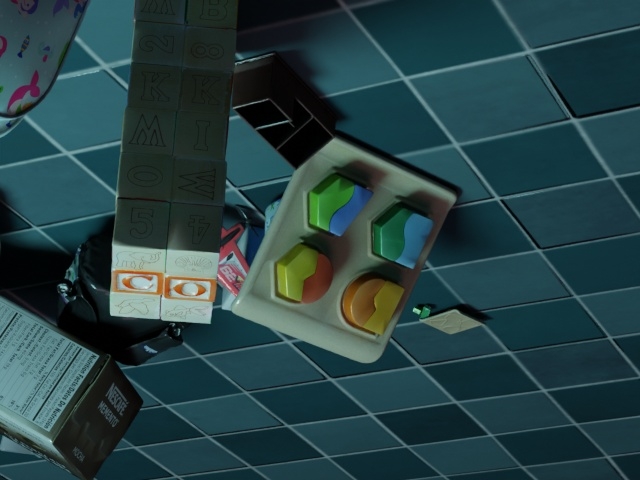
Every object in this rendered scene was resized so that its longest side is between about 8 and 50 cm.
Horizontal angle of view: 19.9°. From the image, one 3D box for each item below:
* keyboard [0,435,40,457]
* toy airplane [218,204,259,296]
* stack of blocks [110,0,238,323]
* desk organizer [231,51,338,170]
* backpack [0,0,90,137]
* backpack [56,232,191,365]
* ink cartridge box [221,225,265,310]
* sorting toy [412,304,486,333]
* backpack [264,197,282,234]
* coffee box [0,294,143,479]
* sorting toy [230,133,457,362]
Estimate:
[{"bbox_3d":[-0.398,0.251,2.526,0.072,0.014,0.256,14,151,-9],"label":"keyboard"},{"bbox_3d":[-0.131,0.024,1.944,0.151,0.151,0.028,11,-177,-15],"label":"toy airplane"},{"bbox_3d":[-0.122,-0.083,1.544,0.087,0.297,0.171,4,151,-4],"label":"stack of blocks"},{"bbox_3d":[-0.034,-0.121,1.730,0.047,0.050,0.130,-11,149,26],"label":"desk organizer"},{"bbox_3d":[-0.291,-0.193,1.410,0.191,0.225,0.253,19,172,24],"label":"backpack"},{"bbox_3d":[-0.224,0.065,2.038,0.152,0.115,0.182,25,150,-11],"label":"backpack"},{"bbox_3d":[-0.010,0.046,2.037,0.180,0.060,0.104,10,151,-14],"label":"ink cartridge box"},{"bbox_3d":[0.149,0.090,2.158,0.062,0.012,0.083,-15,151,40],"label":"sorting toy"},{"bbox_3d":[0.000,0.000,1.924,0.114,0.084,0.105,25,143,-30],"label":"backpack"},{"bbox_3d":[-0.365,0.138,2.046,0.297,0.119,0.168,27,162,17],"label":"coffee box"},{"bbox_3d":[0.030,0.013,1.858,0.193,0.208,0.038,23,-173,-34],"label":"sorting toy"}]
